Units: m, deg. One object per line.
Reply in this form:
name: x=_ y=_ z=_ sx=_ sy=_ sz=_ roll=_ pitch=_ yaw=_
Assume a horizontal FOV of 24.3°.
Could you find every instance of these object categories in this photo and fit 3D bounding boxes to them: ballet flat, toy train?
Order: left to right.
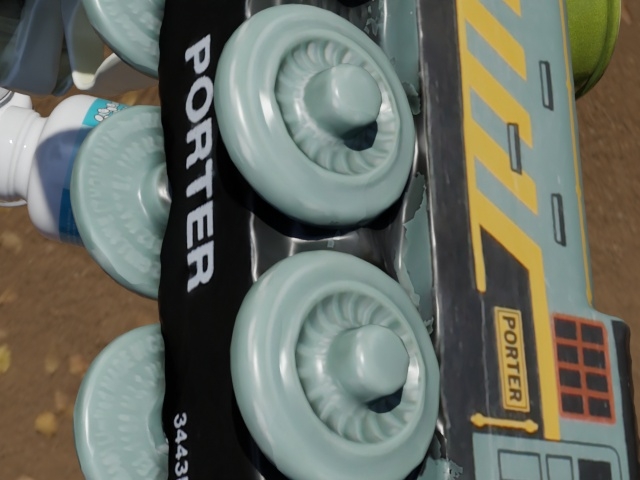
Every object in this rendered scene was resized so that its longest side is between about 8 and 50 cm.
ballet flat: x=-0.123 y=-0.138 z=0.790 sx=0.342 sy=0.116 sz=0.124 roll=5 pitch=87 yaw=45
toy train: x=0.017 y=-0.017 z=0.543 sx=0.190 sy=0.334 sz=0.142 roll=12 pitch=155 yaw=-36

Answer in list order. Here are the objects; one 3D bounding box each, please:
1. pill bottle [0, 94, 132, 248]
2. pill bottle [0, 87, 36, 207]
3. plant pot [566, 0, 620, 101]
pill bottle: x=-0.181 y=-0.054 z=1.428 sx=0.264 sy=0.146 sz=0.146 roll=13 pitch=109 yaw=1
pill bottle: x=-0.372 y=-0.127 z=1.721 sx=0.094 sy=0.094 sz=0.169 roll=-6 pitch=136 yaw=6
plant pot: x=0.065 y=-0.240 z=1.595 sx=0.353 sy=0.366 sz=0.366 roll=-30 pitch=108 yaw=-28
